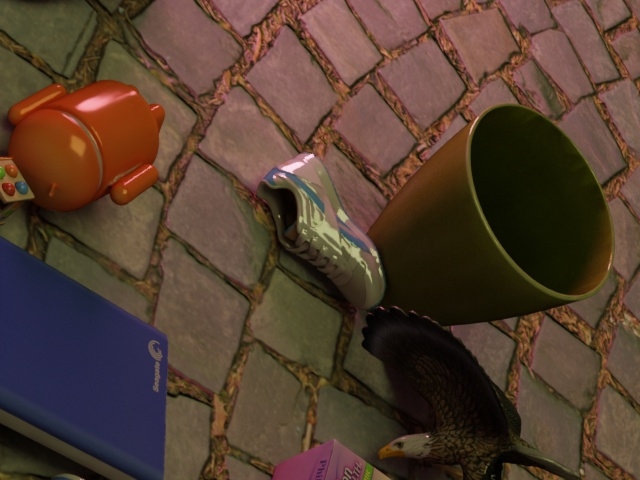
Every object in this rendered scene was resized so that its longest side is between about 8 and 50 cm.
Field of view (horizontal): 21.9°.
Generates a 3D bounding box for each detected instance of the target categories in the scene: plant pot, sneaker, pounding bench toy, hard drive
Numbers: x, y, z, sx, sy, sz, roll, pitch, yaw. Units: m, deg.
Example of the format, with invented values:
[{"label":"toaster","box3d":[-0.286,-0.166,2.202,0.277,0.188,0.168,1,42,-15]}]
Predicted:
[{"label":"plant pot","box3d":[0.189,0.003,2.197,0.275,0.293,0.274,24,52,-34]},{"label":"sneaker","box3d":[0.000,0.000,2.182,0.092,0.087,0.228,-30,84,-39]},{"label":"pounding bench toy","box3d":[-0.369,-0.066,1.837,0.083,0.065,0.052,57,27,10]},{"label":"hard drive","box3d":[-0.294,0.124,1.793,0.319,0.040,0.210,35,37,-36]}]

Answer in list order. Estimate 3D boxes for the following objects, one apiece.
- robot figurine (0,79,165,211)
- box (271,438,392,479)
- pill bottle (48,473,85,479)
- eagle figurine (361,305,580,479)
[{"label":"robot figurine","box3d":[-0.277,-0.111,1.934,0.219,0.128,0.158,-35,105,-49]},{"label":"box","box3d":[0.043,0.399,1.964,0.243,0.117,0.213,38,46,-24]},{"label":"pill bottle","box3d":[-0.287,0.313,1.717,0.078,0.078,0.137,50,42,-11]},{"label":"eagle figurine","box3d":[0.173,0.225,2.123,0.225,0.226,0.298,-1,71,-34]}]
